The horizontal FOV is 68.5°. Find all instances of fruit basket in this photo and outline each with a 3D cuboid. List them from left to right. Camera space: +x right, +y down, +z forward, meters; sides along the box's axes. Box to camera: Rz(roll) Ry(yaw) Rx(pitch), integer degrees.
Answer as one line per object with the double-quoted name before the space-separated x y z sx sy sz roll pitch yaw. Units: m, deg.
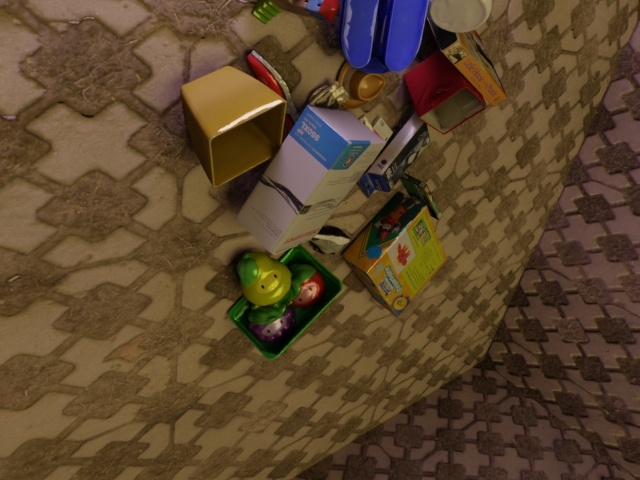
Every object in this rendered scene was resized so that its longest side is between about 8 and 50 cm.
"fruit basket" -0.138 0.188 1.615 0.392 0.283 0.392 -40 157 -21

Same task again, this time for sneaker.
"sneaker" -0.140 -0.380 1.297 0.118 0.107 0.279 -32 134 -4
"sneaker" 0.000 0.000 1.718 0.271 0.100 0.108 15 112 -49

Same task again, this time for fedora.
"fedora" 0.143 -0.501 1.497 0.194 0.079 0.195 -26 134 -30

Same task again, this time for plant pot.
"plant pot" -0.231 -0.298 1.162 0.212 0.187 0.212 -34 166 -22

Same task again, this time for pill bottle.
"pill bottle" 0.404 -0.748 1.291 0.169 0.169 0.302 34 67 -51

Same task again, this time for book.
"book" 0.191 -0.360 1.688 0.144 0.035 0.096 -53 138 0

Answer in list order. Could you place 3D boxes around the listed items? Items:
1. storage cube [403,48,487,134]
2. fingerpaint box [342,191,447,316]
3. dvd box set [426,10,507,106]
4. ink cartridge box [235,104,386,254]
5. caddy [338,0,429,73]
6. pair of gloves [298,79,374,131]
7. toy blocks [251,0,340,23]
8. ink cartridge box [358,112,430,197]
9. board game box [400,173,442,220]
"storage cube" 0.430 -0.518 1.625 0.183 0.193 0.214 -30 152 34
"fingerpaint box" 0.337 0.071 2.048 0.371 0.163 0.445 -48 140 -7
"dvd box set" 0.470 -0.655 1.552 0.062 0.308 0.420 -28 152 32
"ink cartridge box" -0.027 -0.174 1.366 0.395 0.166 0.285 -53 166 24
"caddy" 0.175 -0.636 1.317 0.241 0.179 0.342 6 123 -1
"pair of gloves" 0.036 -0.365 1.485 0.204 0.042 0.240 -45 125 3
"toy blocks" -0.003 -0.677 1.078 0.190 0.261 0.382 18 104 -49
"ink cartridge box" 0.285 -0.302 1.773 0.333 0.065 0.165 -50 155 -1
"board game box" 0.421 -0.182 1.964 0.030 0.136 0.260 -48 141 -3
